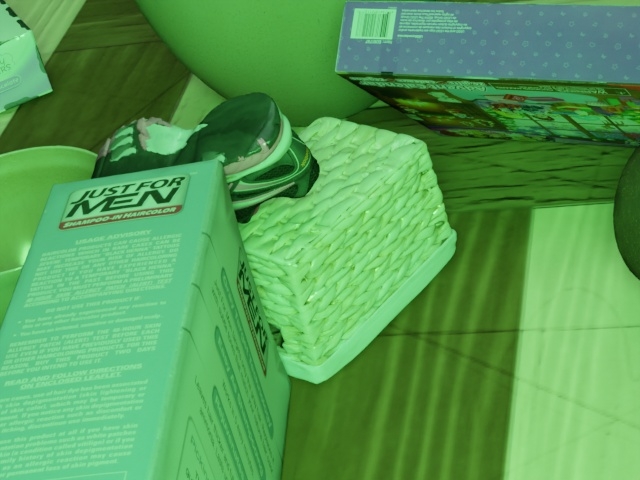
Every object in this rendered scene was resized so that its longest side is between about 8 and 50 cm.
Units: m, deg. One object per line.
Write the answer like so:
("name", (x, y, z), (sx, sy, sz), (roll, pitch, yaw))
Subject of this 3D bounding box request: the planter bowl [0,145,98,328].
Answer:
("planter bowl", (-0.209, 0.021, 1.069), (0.162, 0.109, 0.162), (-10, 34, 7))

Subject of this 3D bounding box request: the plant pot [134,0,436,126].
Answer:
("plant pot", (-0.019, -0.209, 1.255), (0.284, 0.191, 0.284), (-9, 34, 6))

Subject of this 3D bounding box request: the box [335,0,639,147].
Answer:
("box", (0.185, -0.113, 1.054), (0.293, 0.201, 0.057), (6, 84, 28))

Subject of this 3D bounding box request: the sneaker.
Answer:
("sneaker", (-0.077, -0.035, 0.960), (0.178, 0.077, 0.072), (-7, 55, 40))

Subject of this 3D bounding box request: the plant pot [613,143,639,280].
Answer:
("plant pot", (0.291, -0.007, 0.868), (0.215, 0.215, 0.230), (-33, 24, -25))

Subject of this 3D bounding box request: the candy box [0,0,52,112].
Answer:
("candy box", (-0.372, -0.176, 1.445), (0.165, 0.070, 0.196), (-25, 35, -15))

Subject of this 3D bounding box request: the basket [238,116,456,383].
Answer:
("basket", (0.000, 0.000, 1.026), (0.113, 0.103, 0.167), (17, 45, 38))

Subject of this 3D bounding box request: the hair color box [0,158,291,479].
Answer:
("hair color box", (-0.102, 0.138, 0.794), (0.114, 0.185, 0.374), (-8, 34, 10))
